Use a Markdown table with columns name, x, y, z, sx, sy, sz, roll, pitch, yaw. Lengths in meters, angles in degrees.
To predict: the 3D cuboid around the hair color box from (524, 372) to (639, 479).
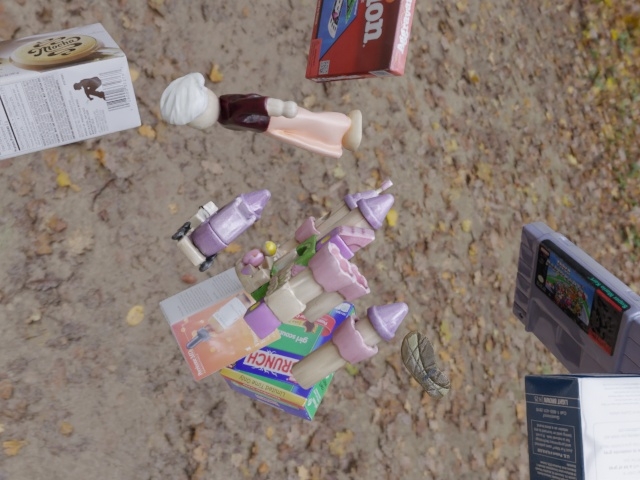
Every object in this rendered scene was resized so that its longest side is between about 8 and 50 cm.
| name | x | y | z | sx | sy | sz | roll | pitch | yaw |
| --- | --- | --- | --- | --- | --- | --- | --- | --- | --- |
| hair color box | 0.371 | 0.351 | 0.795 | 0.173 | 0.105 | 0.348 | 5 | 79 | -22 |

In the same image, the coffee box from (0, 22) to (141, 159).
| name | x | y | z | sx | sy | sz | roll | pitch | yaw |
| --- | --- | --- | --- | --- | --- | --- | --- | --- | --- |
| coffee box | -0.442 | -0.216 | 0.905 | 0.297 | 0.168 | 0.119 | -19 | 131 | -20 |

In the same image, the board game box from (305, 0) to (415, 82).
| name | x | y | z | sx | sy | sz | roll | pitch | yaw |
| --- | --- | --- | --- | --- | --- | --- | --- | --- | --- |
| board game box | 0.059 | -0.331 | 0.719 | 0.027 | 0.145 | 0.282 | 8 | 92 | -44 |

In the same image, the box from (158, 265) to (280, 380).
| name | x | y | z | sx | sy | sz | roll | pitch | yaw |
| --- | --- | --- | --- | --- | --- | --- | --- | --- | --- |
| box | -0.177 | 0.142 | 1.088 | 0.170 | 0.091 | 0.130 | -26 | 120 | -17 |

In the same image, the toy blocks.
| name | x | y | z | sx | sy | sz | roll | pitch | yaw |
| --- | --- | --- | --- | --- | --- | --- | --- | --- | --- |
| toy blocks | 0.000 | 0.000 | 0.929 | 0.309 | 0.260 | 0.289 | 51 | 13 | -14 |

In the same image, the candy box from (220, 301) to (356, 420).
| name | x | y | z | sx | sy | sz | roll | pitch | yaw |
| --- | --- | --- | --- | --- | --- | --- | --- | --- | --- |
| candy box | -0.081 | 0.294 | 1.687 | 0.317 | 0.268 | 0.122 | -62 | 152 | -27 |

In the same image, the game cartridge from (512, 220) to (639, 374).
| name | x | y | z | sx | sy | sz | roll | pitch | yaw |
| --- | --- | --- | --- | --- | --- | --- | --- | --- | --- |
| game cartridge | 0.463 | 0.141 | 1.089 | 0.068 | 0.355 | 0.230 | -17 | 124 | -10 |

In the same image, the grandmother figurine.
| name | x | y | z | sx | sy | sz | roll | pitch | yaw |
| --- | --- | --- | --- | --- | --- | --- | --- | --- | --- |
| grandmother figurine | -0.099 | -0.210 | 1.044 | 0.342 | 0.207 | 0.104 | 5 | 83 | -25 |

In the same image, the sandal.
| name | x | y | z | sx | sy | sz | roll | pitch | yaw |
| --- | --- | --- | --- | --- | --- | --- | --- | --- | --- |
| sandal | 0.219 | 0.266 | 1.315 | 0.072 | 0.049 | 0.180 | -35 | 114 | -6 |
